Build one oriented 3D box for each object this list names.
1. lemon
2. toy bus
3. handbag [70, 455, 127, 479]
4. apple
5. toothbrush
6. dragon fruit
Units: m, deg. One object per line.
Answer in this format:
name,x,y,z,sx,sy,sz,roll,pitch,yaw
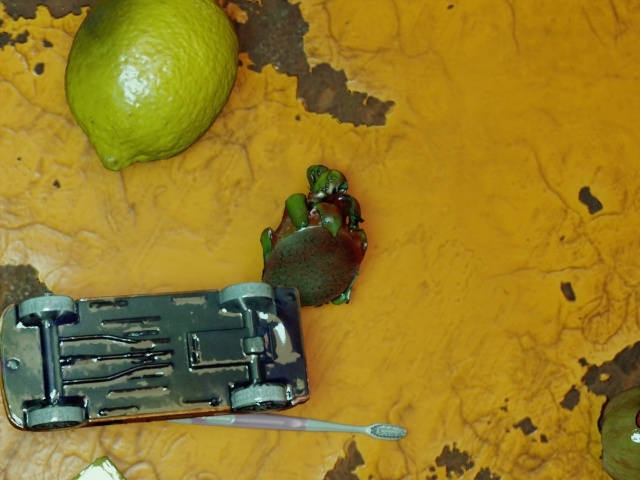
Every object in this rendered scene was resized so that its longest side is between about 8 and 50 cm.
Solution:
lemon,-0.188,-0.195,1.774,0.188,0.188,0.257,26,72,-9
toy bus,-0.186,0.134,1.731,0.329,0.153,0.143,-4,75,-14
handbag,-0.307,0.446,1.672,0.401,0.133,0.283,-37,86,-17
apple,0.386,0.234,1.882,0.102,0.126,0.126,-1,79,20
toothbrush,-0.038,0.210,1.825,0.286,0.025,0.020,6,80,-13
dragon fruit,0.000,0.000,1.831,0.138,0.142,0.175,46,45,-43
